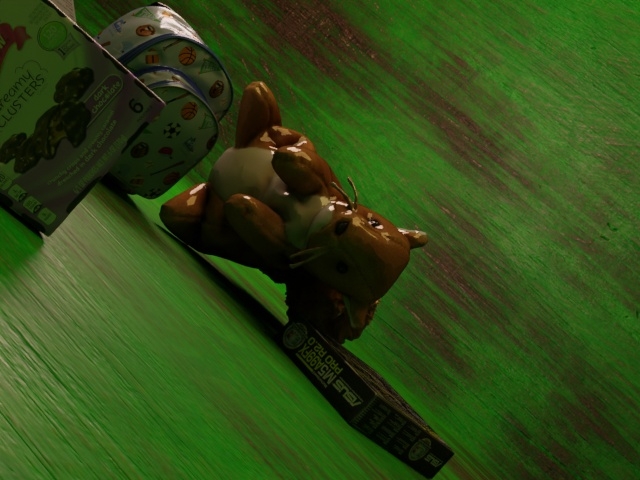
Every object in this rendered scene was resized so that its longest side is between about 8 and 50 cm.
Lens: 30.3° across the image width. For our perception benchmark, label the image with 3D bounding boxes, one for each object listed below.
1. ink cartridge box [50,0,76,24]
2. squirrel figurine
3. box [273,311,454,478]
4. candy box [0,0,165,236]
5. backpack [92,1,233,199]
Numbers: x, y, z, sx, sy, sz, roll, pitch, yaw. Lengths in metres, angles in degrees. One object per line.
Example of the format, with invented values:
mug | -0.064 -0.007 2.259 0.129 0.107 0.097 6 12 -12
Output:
ink cartridge box | -0.466 -0.315 1.509 0.275 0.238 0.060 30 52 -86
squirrel figurine | 0.000 0.000 1.913 0.370 0.281 0.397 26 -21 33
box | 0.069 0.239 1.809 0.216 0.060 0.270 45 2 41
candy box | -0.268 -0.129 1.053 0.196 0.165 0.070 42 0 -28
backpack | -0.271 -0.216 1.805 0.213 0.263 0.276 44 0 34
